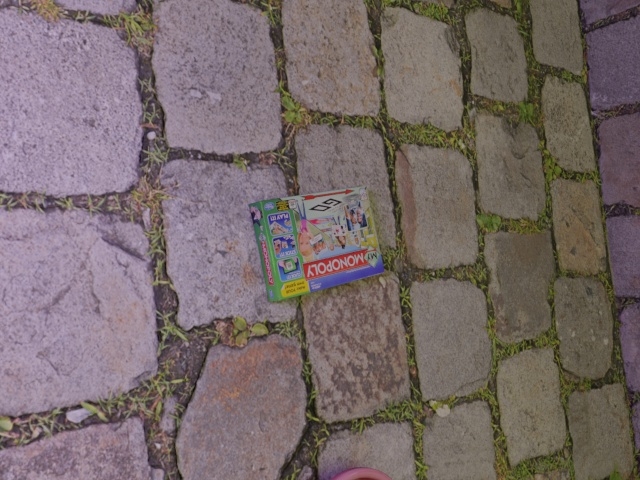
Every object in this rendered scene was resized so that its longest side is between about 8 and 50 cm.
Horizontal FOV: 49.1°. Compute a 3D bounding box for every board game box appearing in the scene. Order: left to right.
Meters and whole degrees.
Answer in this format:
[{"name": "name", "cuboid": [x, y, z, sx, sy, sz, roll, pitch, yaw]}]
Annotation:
[{"name": "board game box", "cuboid": [0.000, 0.000, 1.568, 0.317, 0.046, 0.214, -12, 89, -41]}]

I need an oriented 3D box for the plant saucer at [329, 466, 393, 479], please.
[{"name": "plant saucer", "cuboid": [0.063, 0.648, 1.473, 0.332, 0.084, 0.332, 10, 75, -42]}]
